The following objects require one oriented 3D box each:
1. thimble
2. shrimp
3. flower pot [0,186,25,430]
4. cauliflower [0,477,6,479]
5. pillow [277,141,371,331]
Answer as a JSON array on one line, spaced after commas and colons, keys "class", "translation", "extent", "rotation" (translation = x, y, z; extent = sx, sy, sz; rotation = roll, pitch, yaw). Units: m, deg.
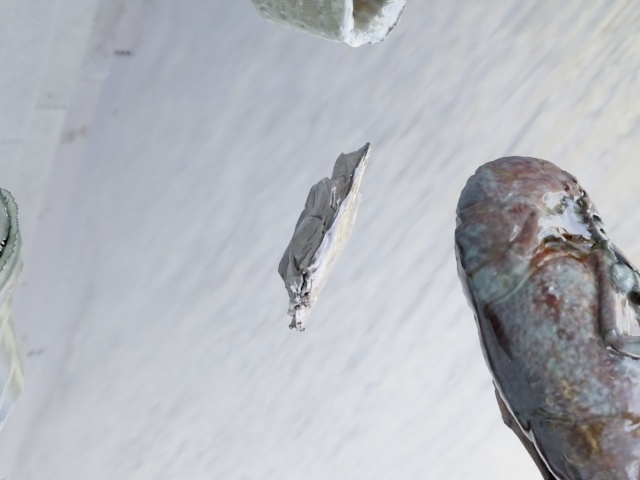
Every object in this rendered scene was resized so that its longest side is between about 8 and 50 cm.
[{"class": "thimble", "translation": [0.012, -0.204, 0.970], "extent": [0.102, 0.090, 0.115], "rotation": [-7, 112, -61]}, {"class": "shrimp", "translation": [0.104, 0.056, 0.461], "extent": [0.073, 0.190, 0.075], "rotation": [-25, 162, -16]}, {"class": "flower pot", "translation": [-0.287, 0.073, 0.887], "extent": [0.235, 0.235, 0.141], "rotation": [-35, 125, -25]}, {"class": "cauliflower", "translation": [-0.336, 0.251, 1.087], "extent": [0.275, 0.250, 0.272], "rotation": [-167, -90, -73]}, {"class": "pillow", "translation": [0.000, 0.000, 1.252], "extent": [0.248, 0.049, 0.135], "rotation": [99, 12, -73]}]
